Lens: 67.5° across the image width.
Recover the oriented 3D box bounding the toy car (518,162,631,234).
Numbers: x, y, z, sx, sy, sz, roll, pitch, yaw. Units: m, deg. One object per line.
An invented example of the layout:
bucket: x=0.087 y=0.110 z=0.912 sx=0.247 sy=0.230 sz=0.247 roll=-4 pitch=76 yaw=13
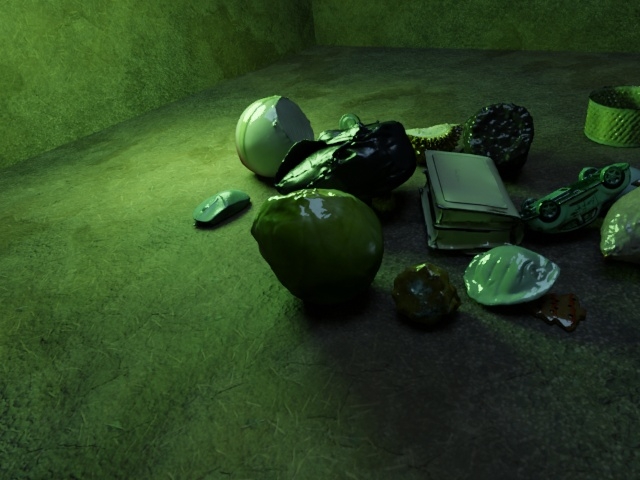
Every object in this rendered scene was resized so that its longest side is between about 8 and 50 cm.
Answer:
toy car: x=0.676 y=-0.098 z=1.274 sx=0.305 sy=0.125 sz=0.136 roll=-27 pitch=5 yaw=6

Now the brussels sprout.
brussels sprout: x=0.000 y=0.000 z=1.149 sx=0.268 sy=0.344 sz=0.344 roll=-40 pitch=43 yaw=-21

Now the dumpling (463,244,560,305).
dumpling: x=0.439 y=0.089 z=1.111 sx=0.108 sy=0.153 sz=0.219 roll=21 pitch=-11 yaw=-38

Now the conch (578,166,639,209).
conch: x=0.830 y=-0.150 z=1.389 sx=0.220 sy=0.121 sz=0.185 roll=-13 pitch=3 yaw=1

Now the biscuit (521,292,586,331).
biscuit: x=0.515 y=0.149 z=1.060 sx=0.129 sy=0.019 sz=0.119 roll=8 pitch=36 yaw=23

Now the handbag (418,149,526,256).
handbag: x=0.416 y=-0.115 z=1.368 sx=0.236 sy=0.160 sz=0.359 roll=2 pitch=34 yaw=5

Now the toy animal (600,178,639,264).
toy animal: x=0.812 y=-0.048 z=1.144 sx=0.358 sy=0.189 sz=0.226 roll=-25 pitch=4 yaw=-3

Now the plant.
plant: x=0.591 y=-0.331 z=1.631 sx=0.215 sy=0.213 sz=0.312 roll=0 pitch=-4 yaw=9

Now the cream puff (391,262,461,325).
cream puff: x=0.244 y=0.121 z=1.083 sx=0.146 sy=0.146 sz=0.116 roll=17 pitch=1 yaw=33

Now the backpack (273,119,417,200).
backpack: x=0.067 y=-0.233 z=1.505 sx=0.445 sy=0.255 sz=0.363 roll=-22 pitch=8 yaw=19

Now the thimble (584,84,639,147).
thimble: x=1.117 y=-0.456 z=1.747 sx=0.270 sy=0.150 sz=0.271 roll=-6 pitch=33 yaw=4

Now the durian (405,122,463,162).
durian: x=0.407 y=-0.359 z=1.762 sx=0.249 sy=0.138 sz=0.183 roll=-11 pitch=-1 yaw=15

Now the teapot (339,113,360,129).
teapot: x=0.148 y=-0.504 z=2.114 sx=0.092 sy=0.124 sz=0.091 roll=-41 pitch=2 yaw=25

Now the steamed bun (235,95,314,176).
steamed bun: x=-0.196 y=-0.366 z=1.790 sx=0.309 sy=0.310 sz=0.309 roll=-6 pitch=33 yaw=4

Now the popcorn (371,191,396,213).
popcorn: x=0.200 y=-0.124 z=1.517 sx=0.082 sy=0.057 sz=0.083 roll=-30 pitch=36 yaw=-32

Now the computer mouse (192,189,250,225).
computer mouse: x=-0.340 y=-0.122 z=1.620 sx=0.229 sy=0.069 sz=0.113 roll=-33 pitch=39 yaw=-34
